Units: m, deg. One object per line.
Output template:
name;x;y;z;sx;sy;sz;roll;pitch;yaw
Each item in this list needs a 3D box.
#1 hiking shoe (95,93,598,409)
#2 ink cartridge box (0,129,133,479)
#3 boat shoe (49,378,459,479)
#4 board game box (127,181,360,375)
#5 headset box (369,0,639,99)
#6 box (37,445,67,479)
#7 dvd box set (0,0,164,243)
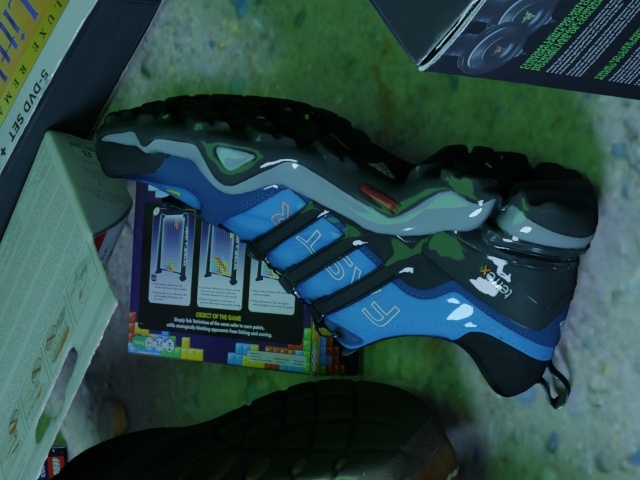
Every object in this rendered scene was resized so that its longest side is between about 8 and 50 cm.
hiking shoe;0.000;0.000;1.120;0.304;0.113;0.132;16;107;23
ink cartridge box;-0.170;0.057;1.314;0.181;0.056;0.225;-64;31;21
boat shoe;-0.042;0.171;1.210;0.324;0.122;0.120;-15;109;43
board game box;-0.047;0.009;1.252;0.170;0.048;0.141;4;89;44
headset box;0.104;-0.197;0.951;0.131;0.283;0.246;-50;58;30
box;-0.237;0.271;1.428;0.159;0.044;0.233;-12;80;43
dvd box set;-0.304;-0.189;1.497;0.420;0.062;0.308;52;123;32
